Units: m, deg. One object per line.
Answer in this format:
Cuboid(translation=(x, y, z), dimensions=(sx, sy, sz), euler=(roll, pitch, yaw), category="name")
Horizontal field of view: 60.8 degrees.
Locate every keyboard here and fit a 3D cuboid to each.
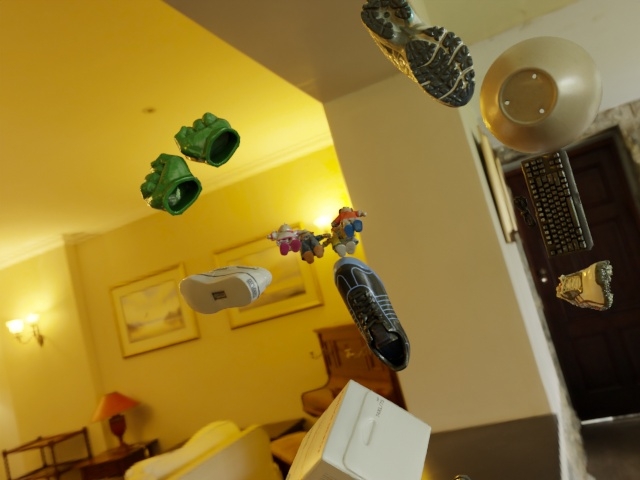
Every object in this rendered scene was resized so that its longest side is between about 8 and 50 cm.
Cuboid(translation=(0.398, -0.059, 0.957), dimensions=(0.108, 0.180, 0.023), euler=(-17, -1, 40), category="keyboard")

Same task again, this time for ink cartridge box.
Cuboid(translation=(0.062, 0.469, 1.112), dimensions=(0.270, 0.197, 0.198), euler=(-61, -2, 38), category="ink cartridge box")

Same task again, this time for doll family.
Cuboid(translation=(0.000, 0.000, 1.405), dimensions=(0.263, 0.118, 0.163), euler=(-16, 22, -2), category="doll family")

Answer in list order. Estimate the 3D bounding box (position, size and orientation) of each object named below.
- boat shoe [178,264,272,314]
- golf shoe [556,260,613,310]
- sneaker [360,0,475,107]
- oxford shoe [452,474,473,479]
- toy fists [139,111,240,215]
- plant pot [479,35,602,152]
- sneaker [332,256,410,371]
Cuboid(translation=(-0.216, 0.101, 1.228), dimensions=(0.267, 0.096, 0.088), euler=(-16, 11, 44), category="boat shoe")
Cuboid(translation=(0.655, 0.120, 1.352), dimensions=(0.120, 0.105, 0.273), euler=(2, -17, 21), category="golf shoe")
Cuboid(translation=(0.200, -0.364, 1.066), dimensions=(0.110, 0.283, 0.122), euler=(-40, -16, 8), category="sneaker")
Cuboid(translation=(0.302, 0.653, 1.220), dimensions=(0.082, 0.227, 0.096), euler=(1, -10, 20), category="oxford shoe")
Cuboid(translation=(-0.322, -0.191, 1.312), dimensions=(0.142, 0.279, 0.096), euler=(28, -12, 44), category="toy fists")
Cuboid(translation=(0.503, -0.341, 1.289), dimensions=(0.284, 0.284, 0.191), euler=(-19, 2, 32), category="plant pot")
Cuboid(translation=(0.099, 0.136, 1.009), dimensions=(0.081, 0.232, 0.090), euler=(-33, 10, 10), category="sneaker")
